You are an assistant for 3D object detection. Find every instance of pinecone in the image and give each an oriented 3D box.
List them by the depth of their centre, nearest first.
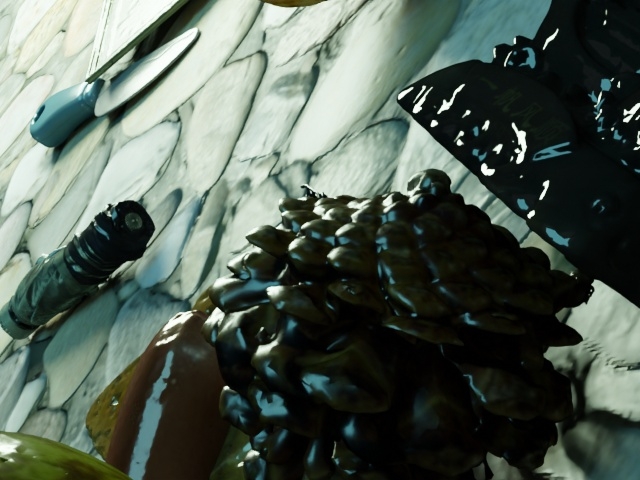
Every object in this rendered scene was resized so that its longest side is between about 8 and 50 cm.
[{"bbox_3d":[0.027,0.054,0.752,0.173,0.173,0.173,-43,26,27],"label":"pinecone"}]

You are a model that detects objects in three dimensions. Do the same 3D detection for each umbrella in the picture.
[{"bbox_3d":[-0.183,0.022,1.340,0.188,0.046,0.050,-38,24,46],"label":"umbrella"}]

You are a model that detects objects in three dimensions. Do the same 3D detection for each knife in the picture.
[{"bbox_3d":[-0.183,-0.129,1.569,0.244,0.032,0.058,-19,39,49],"label":"knife"}]

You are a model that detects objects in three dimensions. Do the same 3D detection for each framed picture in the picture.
[{"bbox_3d":[-0.120,-0.248,1.589,0.231,0.010,0.173,-37,28,24],"label":"framed picture"}]

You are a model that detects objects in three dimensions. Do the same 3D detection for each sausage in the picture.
[{"bbox_3d":[-0.078,0.132,0.908,0.077,0.077,0.194,-10,65,59],"label":"sausage"}]

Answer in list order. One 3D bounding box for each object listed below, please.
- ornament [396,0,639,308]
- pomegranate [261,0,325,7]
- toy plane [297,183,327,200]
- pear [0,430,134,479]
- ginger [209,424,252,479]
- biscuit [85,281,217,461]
[{"bbox_3d":[0.177,-0.096,0.744,0.260,0.106,0.251,-48,26,3],"label":"ornament"},{"bbox_3d":[-0.014,-0.275,1.166,0.248,0.248,0.248,-43,26,27],"label":"pomegranate"},{"bbox_3d":[0.000,0.000,1.028,0.049,0.031,0.120,-60,21,2],"label":"toy plane"},{"bbox_3d":[-0.140,0.219,0.729,0.283,0.283,0.283,-43,26,27],"label":"pear"},{"bbox_3d":[-0.008,0.104,0.856,0.095,0.069,0.190,-13,43,31],"label":"ginger"},{"bbox_3d":[-0.064,0.087,1.024,0.250,0.035,0.162,-18,45,51],"label":"biscuit"}]
